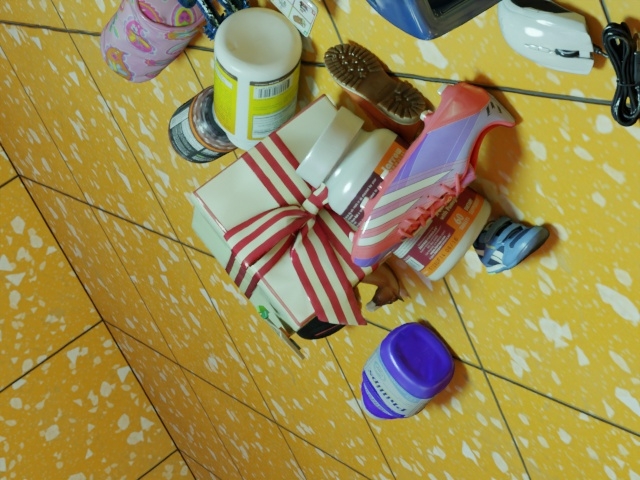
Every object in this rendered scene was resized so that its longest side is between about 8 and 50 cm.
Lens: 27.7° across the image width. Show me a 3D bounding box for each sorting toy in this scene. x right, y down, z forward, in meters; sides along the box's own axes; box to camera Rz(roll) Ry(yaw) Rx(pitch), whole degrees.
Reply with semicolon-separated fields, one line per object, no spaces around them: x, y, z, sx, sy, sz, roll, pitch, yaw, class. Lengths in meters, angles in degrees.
-0.054;0.118;1.716;0.083;0.012;0.062;51;174;-33;sorting toy

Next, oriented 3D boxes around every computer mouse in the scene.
0.233;-0.188;1.259;0.193;0.042;0.106;35;153;40;computer mouse

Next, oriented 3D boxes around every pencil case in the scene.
-0.253;-0.332;1.965;0.124;0.124;0.284;55;158;-3;pencil case

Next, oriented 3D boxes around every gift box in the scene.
-0.002;-0.017;1.749;0.276;0.255;0.258;46;168;4;gift box

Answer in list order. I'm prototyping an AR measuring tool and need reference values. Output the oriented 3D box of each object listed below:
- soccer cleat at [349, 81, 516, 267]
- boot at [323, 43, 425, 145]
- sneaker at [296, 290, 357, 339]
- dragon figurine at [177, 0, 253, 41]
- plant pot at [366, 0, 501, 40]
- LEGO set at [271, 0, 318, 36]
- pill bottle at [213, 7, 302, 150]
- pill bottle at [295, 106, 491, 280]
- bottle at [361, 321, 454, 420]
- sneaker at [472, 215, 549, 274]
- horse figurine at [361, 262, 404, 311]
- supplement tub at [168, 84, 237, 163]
0.120;-0.062;1.461;0.095;0.248;0.083;34;-167;10;soccer cleat
0.063;-0.178;1.614;0.158;0.059;0.084;43;161;23;boot
-0.026;0.030;2.090;0.136;0.116;0.314;-110;-1;-46;sneaker
-0.177;-0.367;1.712;0.144;0.085;0.289;51;180;26;dragon figurine
0.087;-0.337;1.091;0.212;0.236;0.236;32;151;55;plant pot
-0.059;-0.395;1.586;0.244;0.060;0.182;46;145;16;LEGO set
-0.089;-0.214;1.790;0.117;0.117;0.215;47;157;18;pill bottle
0.087;-0.059;1.575;0.221;0.121;0.121;36;159;-3;pill bottle
0.123;0.219;2.035;0.118;0.092;0.283;49;158;9;bottle
0.222;0.001;1.556;0.059;0.053;0.144;57;158;-1;sneaker
0.000;0.000;1.910;0.263;0.174;0.066;65;164;8;horse figurine
-0.162;-0.183;2.009;0.106;0.106;0.198;57;158;-8;supplement tub
